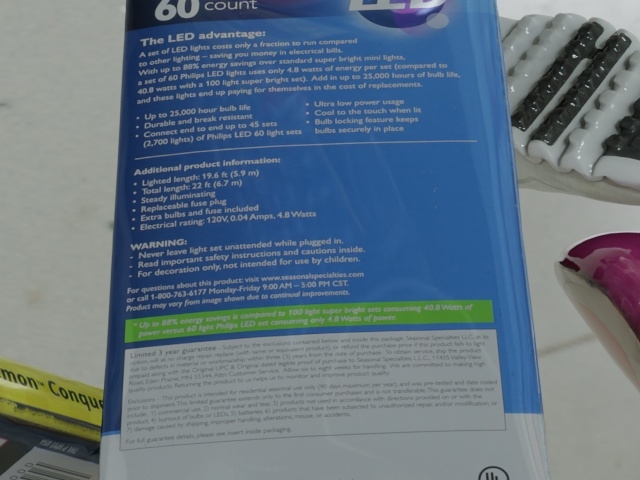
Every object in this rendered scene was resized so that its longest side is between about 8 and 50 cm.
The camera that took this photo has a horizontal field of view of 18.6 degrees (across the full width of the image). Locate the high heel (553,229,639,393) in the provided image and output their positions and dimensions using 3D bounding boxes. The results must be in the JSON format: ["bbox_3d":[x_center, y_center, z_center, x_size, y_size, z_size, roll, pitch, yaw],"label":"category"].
[{"bbox_3d":[0.246,0.015,1.113,0.181,0.377,0.127,-39,76,9],"label":"high heel"}]

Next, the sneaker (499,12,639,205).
[{"bbox_3d":[0.123,-0.078,1.228,0.110,0.292,0.118,-45,134,-20],"label":"sneaker"}]

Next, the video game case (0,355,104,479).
[{"bbox_3d":[-0.243,0.125,0.778,0.275,0.035,0.248,-40,144,20],"label":"video game case"}]

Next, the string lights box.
[{"bbox_3d":[0.000,0.000,0.654,0.077,0.133,0.260,85,3,-51],"label":"string lights box"}]
